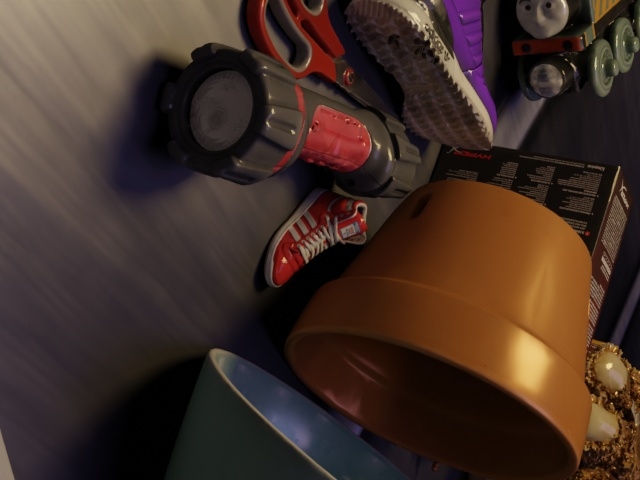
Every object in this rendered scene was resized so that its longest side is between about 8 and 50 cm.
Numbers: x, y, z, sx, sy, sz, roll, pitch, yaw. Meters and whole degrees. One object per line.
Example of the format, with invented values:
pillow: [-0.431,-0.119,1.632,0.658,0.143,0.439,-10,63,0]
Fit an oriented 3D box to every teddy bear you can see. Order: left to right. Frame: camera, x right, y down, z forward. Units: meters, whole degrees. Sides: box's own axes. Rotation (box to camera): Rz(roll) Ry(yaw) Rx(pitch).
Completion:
teddy bear: [0.438,0.297,1.498,0.338,0.113,0.245,36,57,-55]

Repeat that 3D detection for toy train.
toy train: [0.361,-0.318,1.336,0.334,0.142,0.190,-41,123,-43]

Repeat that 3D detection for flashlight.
flashlight: [-0.004,-0.083,0.823,0.304,0.103,0.103,11,91,-60]

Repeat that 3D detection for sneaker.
sneaker: [0.000,0.000,0.901,0.118,0.067,0.042,-57,145,-30]
sneaker: [0.134,-0.209,1.010,0.293,0.102,0.146,48,60,-56]

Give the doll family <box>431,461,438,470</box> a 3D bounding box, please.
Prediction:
doll family: [0.203,0.228,1.339,0.111,0.076,0.193,68,36,-74]

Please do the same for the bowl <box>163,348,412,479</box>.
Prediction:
bowl: [-0.015,0.244,0.797,0.163,0.311,0.311,-52,148,-1]

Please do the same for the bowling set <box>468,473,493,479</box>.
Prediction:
bowling set: [0.260,0.332,1.458,0.154,0.200,0.287,-108,-170,-53]

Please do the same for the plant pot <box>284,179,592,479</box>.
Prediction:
plant pot: [0.136,0.079,0.948,0.203,0.291,0.291,-64,148,-25]

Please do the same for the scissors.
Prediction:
scissors: [0.010,-0.152,0.909,0.109,0.021,0.297,-67,151,-20]

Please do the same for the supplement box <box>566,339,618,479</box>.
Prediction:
supplement box: [0.403,0.282,1.653,0.191,0.129,0.194,-28,126,-53]

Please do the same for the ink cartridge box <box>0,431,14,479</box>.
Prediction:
ink cartridge box: [-0.237,0.174,0.506,0.128,0.127,0.176,-39,133,-46]

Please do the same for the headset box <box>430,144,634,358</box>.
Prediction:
headset box: [0.212,0.047,1.135,0.110,0.218,0.293,38,68,-57]
